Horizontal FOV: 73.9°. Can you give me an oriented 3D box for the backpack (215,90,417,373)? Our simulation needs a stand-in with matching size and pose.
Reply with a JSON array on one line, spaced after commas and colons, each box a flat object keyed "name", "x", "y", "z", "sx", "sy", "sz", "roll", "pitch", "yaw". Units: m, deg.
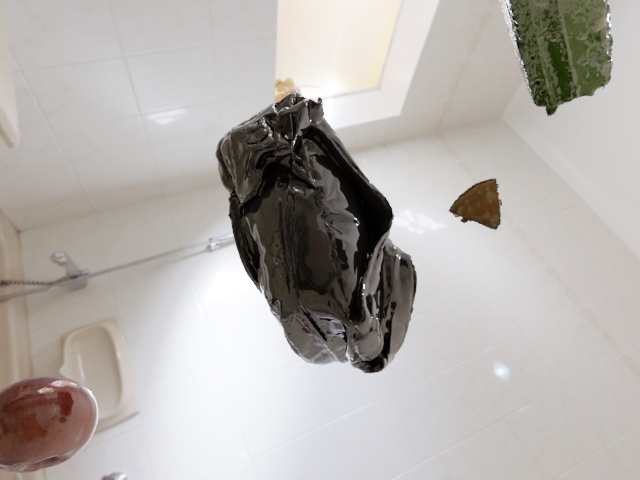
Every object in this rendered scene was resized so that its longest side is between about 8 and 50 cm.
[{"name": "backpack", "x": 0.000, "y": 0.000, "z": 0.693, "sx": 0.363, "sy": 0.255, "sz": 0.445, "roll": 53, "pitch": 19, "yaw": -60}]

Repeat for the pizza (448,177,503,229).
[{"name": "pizza", "x": 0.236, "y": -0.044, "z": 0.624, "sx": 0.083, "sy": 0.025, "sz": 0.078, "roll": -36, "pitch": -117, "yaw": 27}]

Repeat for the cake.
[{"name": "cake", "x": 0.270, "y": -0.276, "z": 0.496, "sx": 0.235, "sy": 0.100, "sz": 0.099, "roll": 52, "pitch": 30, "yaw": -36}]

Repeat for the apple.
[{"name": "apple", "x": -0.421, "y": 0.278, "z": 0.642, "sx": 0.153, "sy": 0.154, "sz": 0.119, "roll": 99, "pitch": -24, "yaw": -52}]
